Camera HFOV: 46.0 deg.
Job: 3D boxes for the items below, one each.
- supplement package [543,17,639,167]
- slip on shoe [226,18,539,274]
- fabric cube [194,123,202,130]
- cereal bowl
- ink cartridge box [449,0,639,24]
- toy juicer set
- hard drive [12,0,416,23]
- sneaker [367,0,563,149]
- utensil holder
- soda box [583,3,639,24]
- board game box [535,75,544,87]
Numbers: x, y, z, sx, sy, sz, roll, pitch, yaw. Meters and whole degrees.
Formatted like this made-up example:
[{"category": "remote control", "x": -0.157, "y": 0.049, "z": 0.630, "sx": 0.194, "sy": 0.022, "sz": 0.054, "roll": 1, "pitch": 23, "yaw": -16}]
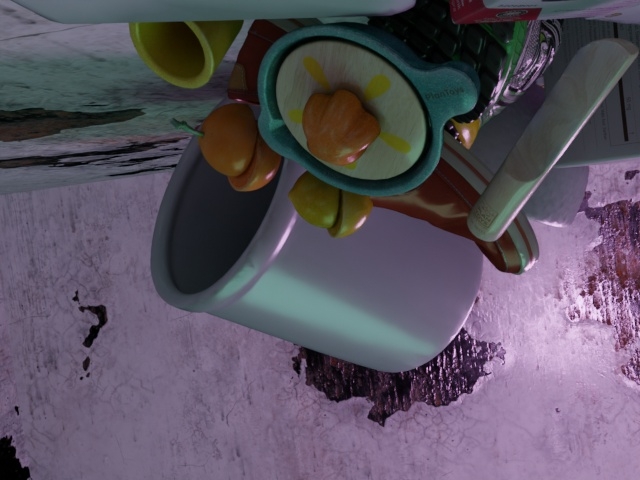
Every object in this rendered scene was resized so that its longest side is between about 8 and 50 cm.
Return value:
[{"category": "supplement package", "x": 0.392, "y": -0.176, "z": 0.736, "sx": 0.177, "sy": 0.175, "sz": 0.292, "roll": -9, "pitch": -177, "yaw": -44}, {"category": "slip on shoe", "x": 0.058, "y": -0.070, "z": 0.670, "sx": 0.331, "sy": 0.101, "sz": 0.123, "roll": 38, "pitch": 180, "yaw": -14}, {"category": "fabric cube", "x": -0.051, "y": -0.121, "z": 1.429, "sx": 0.258, "sy": 0.259, "sz": 0.254, "roll": -12, "pitch": -175, "yaw": -37}, {"category": "cereal bowl", "x": 0.177, "y": -0.148, "z": 0.928, "sx": 0.338, "sy": 0.141, "sz": 0.339, "roll": 21, "pitch": -166, "yaw": -6}, {"category": "ink cartridge box", "x": 0.141, "y": -0.153, "z": 0.356, "sx": 0.109, "sy": 0.063, "sz": 0.150, "roll": -8, "pitch": -176, "yaw": -19}, {"category": "toy juicer set", "x": 0.026, "y": -0.061, "z": 0.530, "sx": 0.328, "sy": 0.209, "sz": 0.089, "roll": 16, "pitch": -129, "yaw": 21}, {"category": "hard drive", "x": -0.071, "y": -0.144, "z": 0.284, "sx": 0.232, "sy": 0.047, "sz": 0.353, "roll": 0, "pitch": -176, "yaw": 4}, {"category": "sneaker", "x": 0.125, "y": -0.178, "z": 0.606, "sx": 0.146, "sy": 0.134, "sz": 0.343, "roll": -43, "pitch": 174, "yaw": 3}, {"category": "utensil holder", "x": 0.000, "y": 0.000, "z": 1.111, "sx": 0.385, "sy": 0.328, "sz": 0.327, "roll": 26, "pitch": 162, "yaw": -35}, {"category": "soda box", "x": 0.276, "y": -0.202, "z": 0.562, "sx": 0.216, "sy": 0.074, "sz": 0.069, "roll": -10, "pitch": -175, "yaw": -41}, {"category": "board game box", "x": 0.414, "y": -0.270, "z": 1.157, "sx": 0.146, "sy": 0.045, "sz": 0.193, "roll": -9, "pitch": -176, "yaw": -18}]
